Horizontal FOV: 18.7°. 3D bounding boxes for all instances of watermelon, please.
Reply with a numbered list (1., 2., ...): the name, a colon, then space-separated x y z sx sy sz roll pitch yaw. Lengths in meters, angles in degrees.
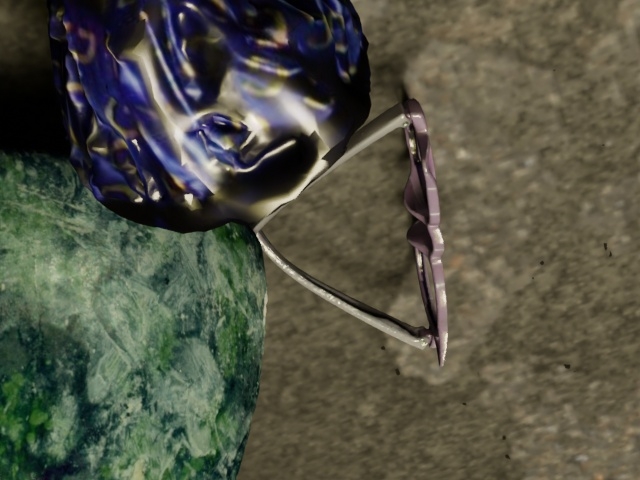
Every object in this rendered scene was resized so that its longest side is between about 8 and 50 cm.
1. watermelon: -0.175 0.074 0.787 0.318 0.148 0.226 -4 158 -11

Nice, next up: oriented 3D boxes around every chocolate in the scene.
1. chocolate: -0.083 -0.160 0.636 0.148 0.126 0.343 -3 134 29

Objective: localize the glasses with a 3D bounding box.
1. glasses: 0.000 0.000 0.838 0.104 0.062 0.140 -8 134 -4
